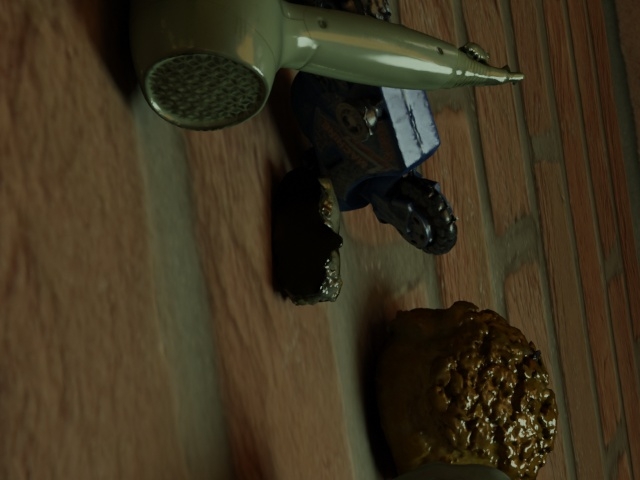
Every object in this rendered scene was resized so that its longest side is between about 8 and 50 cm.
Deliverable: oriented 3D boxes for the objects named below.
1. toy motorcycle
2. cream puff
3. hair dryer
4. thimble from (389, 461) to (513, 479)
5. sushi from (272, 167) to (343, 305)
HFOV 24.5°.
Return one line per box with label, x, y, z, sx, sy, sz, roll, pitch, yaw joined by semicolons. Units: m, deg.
toy motorcycle;0.022;-0.082;0.888;0.076;0.114;0.205;-37;122;-27
cream puff;0.107;0.117;1.035;0.165;0.115;0.150;6;73;-70
hair dryer;0.010;-0.136;0.772;0.237;0.075;0.206;17;56;-30
thimble;0.070;0.232;0.755;0.211;0.185;0.149;55;21;-3
sushi;0.000;0.000;0.875;0.046;0.044;0.083;38;49;-63
